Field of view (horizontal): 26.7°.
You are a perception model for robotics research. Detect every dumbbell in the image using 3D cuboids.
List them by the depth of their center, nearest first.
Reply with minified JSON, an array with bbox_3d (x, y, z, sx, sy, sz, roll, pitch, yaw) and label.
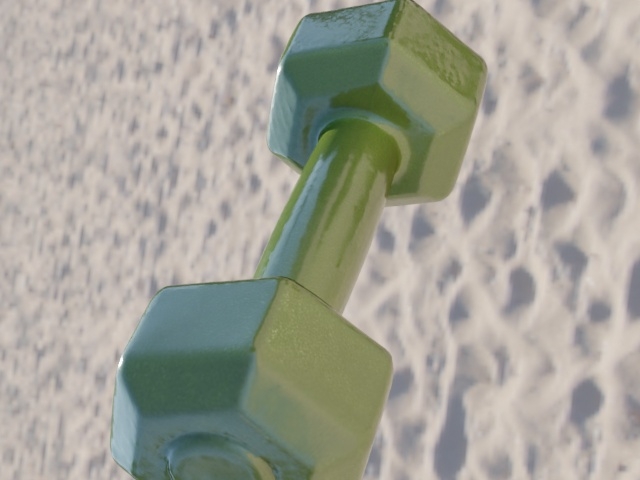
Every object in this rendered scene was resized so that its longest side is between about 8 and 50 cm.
[{"bbox_3d":[0.000,0.000,0.643,0.302,0.108,0.121,-67,-8,-47],"label":"dumbbell"}]
